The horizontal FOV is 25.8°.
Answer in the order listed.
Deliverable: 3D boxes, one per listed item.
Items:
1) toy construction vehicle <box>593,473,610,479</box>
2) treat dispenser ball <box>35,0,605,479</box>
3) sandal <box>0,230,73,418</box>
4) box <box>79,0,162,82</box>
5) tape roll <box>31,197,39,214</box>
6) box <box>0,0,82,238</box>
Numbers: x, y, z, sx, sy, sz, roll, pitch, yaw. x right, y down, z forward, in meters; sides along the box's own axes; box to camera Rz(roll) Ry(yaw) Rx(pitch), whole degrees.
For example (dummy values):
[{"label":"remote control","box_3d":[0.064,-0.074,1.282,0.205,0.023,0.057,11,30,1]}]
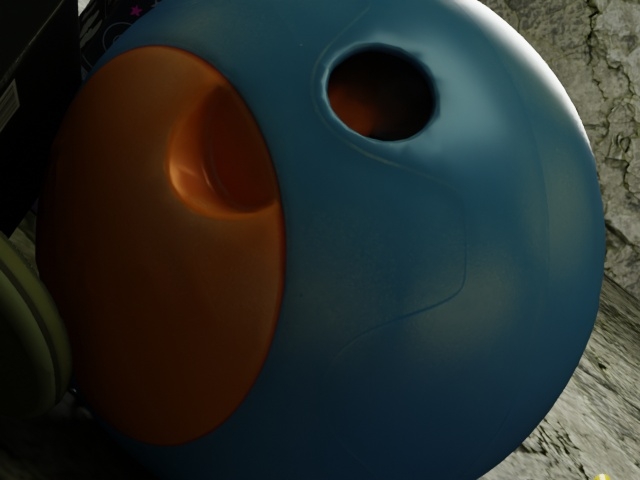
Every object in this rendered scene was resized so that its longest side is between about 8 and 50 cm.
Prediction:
[{"label":"toy construction vehicle","box_3d":[0.279,0.248,1.197,0.098,0.035,0.086,32,25,-14]},{"label":"treat dispenser ball","box_3d":[0.000,0.000,0.714,0.288,0.288,0.288,35,13,-9]},{"label":"sandal","box_3d":[-0.231,-0.005,0.565,0.120,0.086,0.303,-10,-41,44]},{"label":"box","box_3d":[-0.039,-0.110,0.970,0.247,0.142,0.163,33,13,-18]},{"label":"tape roll","box_3d":[-0.141,-0.054,1.004,0.189,0.080,0.189,35,12,-9]},{"label":"box","box_3d":[-0.216,-0.098,0.676,0.184,0.103,0.261,33,-13,-3]}]
